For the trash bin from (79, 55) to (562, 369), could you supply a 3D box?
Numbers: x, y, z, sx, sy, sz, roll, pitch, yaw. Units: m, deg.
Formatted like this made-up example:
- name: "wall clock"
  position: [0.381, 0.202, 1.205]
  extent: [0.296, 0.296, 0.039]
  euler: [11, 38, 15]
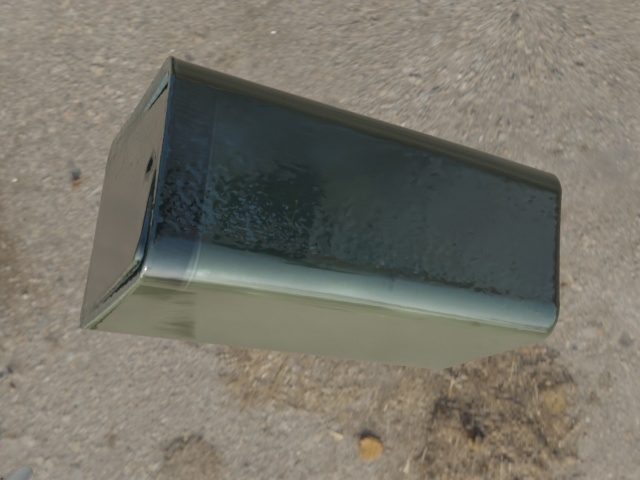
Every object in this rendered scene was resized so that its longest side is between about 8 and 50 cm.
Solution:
- name: "trash bin"
  position: [0.000, 0.000, 0.596]
  extent: [0.240, 0.164, 0.122]
  euler: [11, 72, -20]

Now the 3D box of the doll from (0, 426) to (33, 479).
- name: "doll"
  position: [-0.258, 0.282, 0.569]
  extent: [0.188, 0.099, 0.384]
  euler: [24, 71, -20]
